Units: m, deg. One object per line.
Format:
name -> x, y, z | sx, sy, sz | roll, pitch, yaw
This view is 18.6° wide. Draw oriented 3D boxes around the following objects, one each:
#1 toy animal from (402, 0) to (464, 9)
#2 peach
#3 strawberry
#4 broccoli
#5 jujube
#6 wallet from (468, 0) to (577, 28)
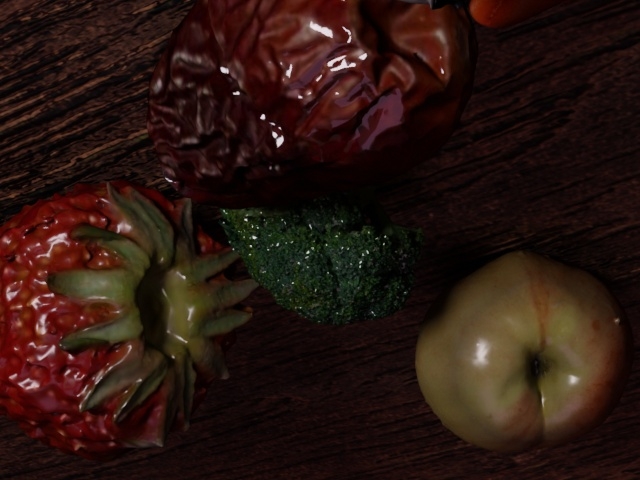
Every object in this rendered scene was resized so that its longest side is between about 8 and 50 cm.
toy animal -> 0.060, -0.240, 1.356 | 0.166, 0.138, 0.179 | 27, -172, -36
peach -> 0.197, 0.107, 1.962 | 0.233, 0.232, 0.232 | 4, 151, 2
strawberry -> -0.253, 0.074, 1.907 | 0.343, 0.292, 0.292 | -5, 151, 42
broccoli -> 0.000, 0.000, 1.812 | 0.195, 0.156, 0.195 | 5, 155, 2
jujube -> -0.017, -0.125, 1.571 | 0.216, 0.216, 0.342 | 21, 153, -26
wallet -> 0.198, -0.239, 1.420 | 0.142, 0.045, 0.204 | -25, 163, -27
